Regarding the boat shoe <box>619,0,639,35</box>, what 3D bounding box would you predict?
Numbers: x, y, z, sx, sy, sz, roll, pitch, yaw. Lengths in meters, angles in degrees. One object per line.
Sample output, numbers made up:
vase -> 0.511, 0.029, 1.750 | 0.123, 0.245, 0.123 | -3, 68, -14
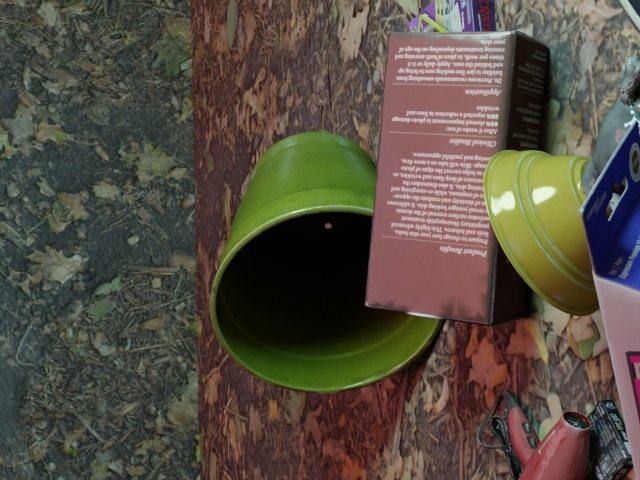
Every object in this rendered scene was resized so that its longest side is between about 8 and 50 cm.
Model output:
boat shoe -> 0.398, -0.195, 0.935 | 0.500, 0.187, 0.156 | -106, 2, -49

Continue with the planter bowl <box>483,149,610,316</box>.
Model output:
planter bowl -> 0.292, -0.029, 1.209 | 0.090, 0.217, 0.217 | -33, 54, 39

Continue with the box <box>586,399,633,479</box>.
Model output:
box -> 0.341, 0.242, 1.260 | 0.083, 0.018, 0.067 | -108, 30, -42

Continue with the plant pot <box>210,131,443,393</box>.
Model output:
plant pot -> 0.000, 0.000, 1.770 | 0.353, 0.366, 0.366 | -98, 21, -54

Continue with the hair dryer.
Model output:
hair dryer -> 0.260, 0.283, 1.357 | 0.293, 0.080, 0.223 | 129, 139, -62

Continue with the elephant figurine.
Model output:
elephant figurine -> 0.366, -0.027, 1.050 | 0.169, 0.186, 0.239 | 123, 149, -42

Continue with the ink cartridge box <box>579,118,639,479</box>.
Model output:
ink cartridge box -> 0.315, 0.093, 0.947 | 0.069, 0.176, 0.371 | -3, 118, 34

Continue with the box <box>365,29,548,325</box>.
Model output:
box -> 0.187, -0.087, 1.438 | 0.191, 0.143, 0.381 | 7, 93, 32

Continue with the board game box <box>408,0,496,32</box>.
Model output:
board game box -> 0.206, -0.213, 1.629 | 0.208, 0.056, 0.347 | -26, 63, 61
